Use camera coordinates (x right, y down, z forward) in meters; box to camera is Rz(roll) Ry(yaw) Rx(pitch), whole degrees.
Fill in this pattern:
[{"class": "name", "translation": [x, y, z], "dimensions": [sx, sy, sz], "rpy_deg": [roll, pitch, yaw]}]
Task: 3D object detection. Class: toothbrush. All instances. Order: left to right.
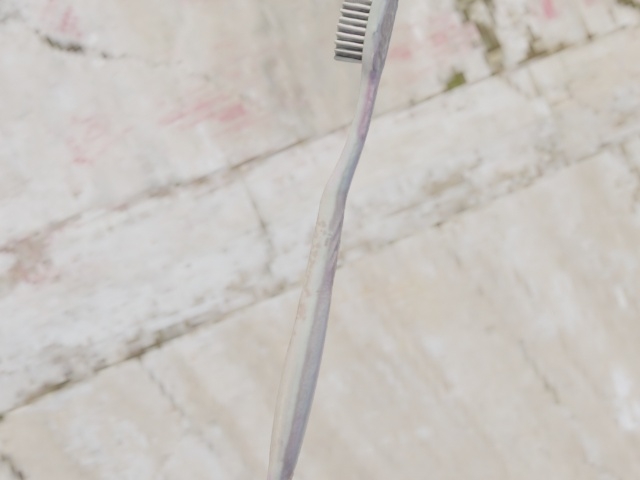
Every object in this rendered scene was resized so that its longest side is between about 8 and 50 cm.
[{"class": "toothbrush", "translation": [0.000, 0.000, 1.030], "dimensions": [0.025, 0.029, 0.307], "rpy_deg": [2, 100, -69]}]
